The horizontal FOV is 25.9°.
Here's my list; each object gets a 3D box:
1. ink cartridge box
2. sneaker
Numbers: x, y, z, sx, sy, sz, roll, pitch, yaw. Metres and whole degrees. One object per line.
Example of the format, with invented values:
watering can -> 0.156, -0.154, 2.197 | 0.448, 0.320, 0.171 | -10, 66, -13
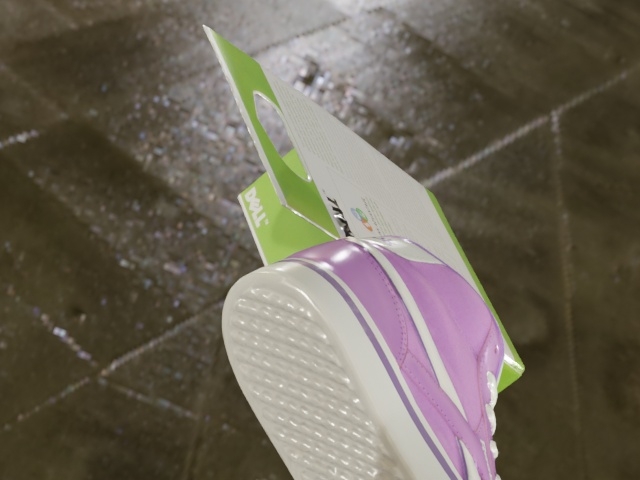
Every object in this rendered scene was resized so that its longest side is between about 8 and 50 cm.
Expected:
ink cartridge box -> 0.000, 0.000, 0.913 | 0.255, 0.097, 0.189 | 34, 23, -42
sneaker -> 0.072, 0.125, 0.728 | 0.161, 0.102, 0.282 | -18, 85, -53
